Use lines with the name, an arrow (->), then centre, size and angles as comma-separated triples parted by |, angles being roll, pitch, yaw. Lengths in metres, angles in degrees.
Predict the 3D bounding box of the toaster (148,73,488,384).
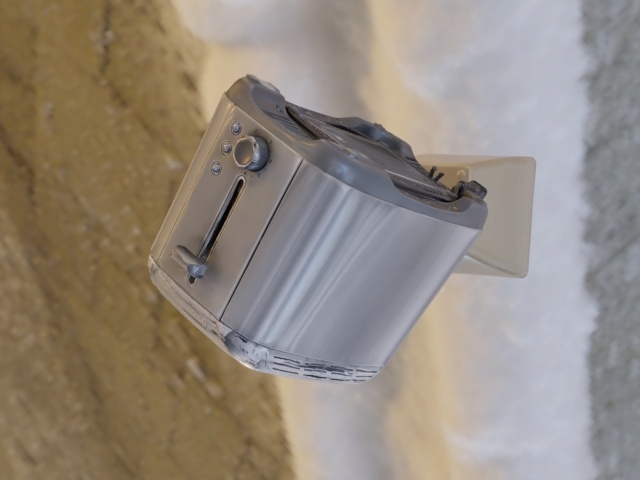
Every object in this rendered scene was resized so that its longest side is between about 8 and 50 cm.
toaster -> 0.000, 0.000, 1.041 | 0.129, 0.227, 0.146 | 40, 104, 32

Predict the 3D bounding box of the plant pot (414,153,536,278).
plant pot -> 0.116, -0.026, 1.469 | 0.109, 0.096, 0.109 | 4, 88, 32
